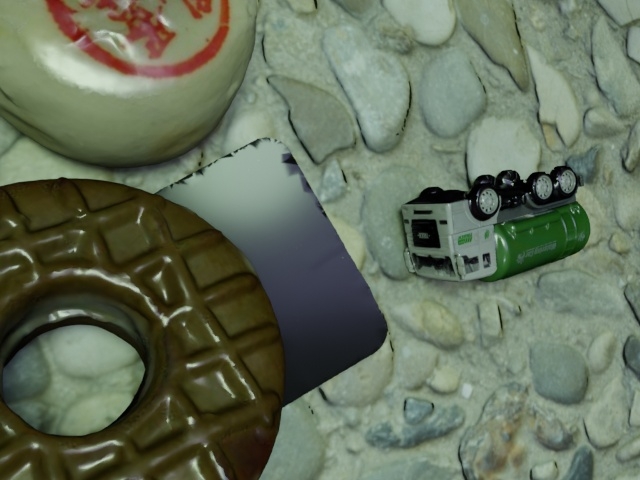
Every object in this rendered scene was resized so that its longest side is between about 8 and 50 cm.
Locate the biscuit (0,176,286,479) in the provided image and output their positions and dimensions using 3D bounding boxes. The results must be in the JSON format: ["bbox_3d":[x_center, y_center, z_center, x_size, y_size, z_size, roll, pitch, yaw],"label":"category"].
[{"bbox_3d":[-0.181,0.098,0.436,0.332,0.103,0.331,12,56,-19],"label":"biscuit"}]

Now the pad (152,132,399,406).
[{"bbox_3d":[0.010,-0.003,0.614,0.323,0.055,0.249,-32,96,-26],"label":"pad"}]

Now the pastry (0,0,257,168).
[{"bbox_3d":[-0.182,-0.194,0.514,0.265,0.133,0.264,4,79,-21],"label":"pastry"}]

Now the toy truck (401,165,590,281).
[{"bbox_3d":[0.217,-0.017,0.691,0.243,0.101,0.124,-12,99,-29],"label":"toy truck"}]
